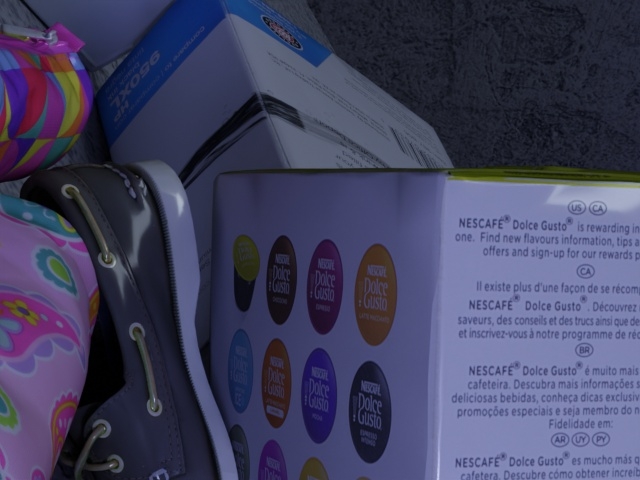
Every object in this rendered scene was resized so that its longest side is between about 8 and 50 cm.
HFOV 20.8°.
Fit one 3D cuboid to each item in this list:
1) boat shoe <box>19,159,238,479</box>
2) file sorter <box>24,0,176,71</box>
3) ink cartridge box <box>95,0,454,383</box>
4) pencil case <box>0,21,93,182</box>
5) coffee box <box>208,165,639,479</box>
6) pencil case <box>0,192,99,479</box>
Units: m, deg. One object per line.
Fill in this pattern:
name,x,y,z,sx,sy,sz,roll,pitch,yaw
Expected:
boat shoe,-0.118,0.099,1.054,0.091,0.109,0.305,-2,75,-36
file sorter,-0.187,-0.309,1.409,0.277,0.193,0.173,50,15,-58
ink cartridge box,0.000,0.000,1.378,0.285,0.166,0.395,33,20,-33
pencil case,-0.204,-0.082,1.016,0.104,0.104,0.236,64,9,-5
coffee box,0.141,0.125,1.012,0.337,0.338,0.334,-174,-94,-68
pencil case,-0.170,0.069,0.756,0.124,0.124,0.284,63,11,-16
